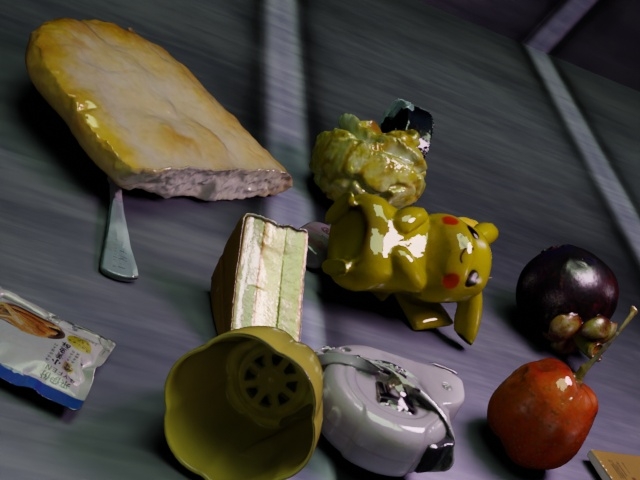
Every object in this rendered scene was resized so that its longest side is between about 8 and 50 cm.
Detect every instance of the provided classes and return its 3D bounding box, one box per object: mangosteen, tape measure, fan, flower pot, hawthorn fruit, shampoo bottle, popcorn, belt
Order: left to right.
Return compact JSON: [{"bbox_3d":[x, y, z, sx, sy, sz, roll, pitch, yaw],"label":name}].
[{"bbox_3d":[-0.302,-0.025,1.815,0.057,0.023,0.282,16,30,-19],"label":"fan"},{"bbox_3d":[-0.077,0.190,1.486,0.195,0.195,0.179,33,14,5],"label":"flower pot"},{"bbox_3d":[0.000,0.000,2.067,0.080,0.040,0.165,34,26,12],"label":"shampoo bottle"},{"bbox_3d":[0.090,-0.137,2.261,0.221,0.184,0.204,21,11,11],"label":"popcorn"},{"bbox_3d":[0.087,0.233,1.649,0.236,0.120,0.197,20,29,-12],"label":"tape measure"},{"bbox_3d":[0.169,-0.215,2.511,0.078,0.151,0.198,21,25,-17],"label":"belt"},{"bbox_3d":[0.458,0.121,2.196,0.194,0.194,0.230,5,62,-42],"label":"mangosteen"},{"bbox_3d":[0.374,0.217,1.787,0.165,0.285,0.165,33,27,-19],"label":"hawthorn fruit"}]

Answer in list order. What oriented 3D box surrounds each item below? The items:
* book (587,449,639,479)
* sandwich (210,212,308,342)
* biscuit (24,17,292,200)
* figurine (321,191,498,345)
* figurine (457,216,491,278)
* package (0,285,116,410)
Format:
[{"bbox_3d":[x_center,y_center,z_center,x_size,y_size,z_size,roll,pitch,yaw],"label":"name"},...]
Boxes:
[{"bbox_3d":[0.624,0.449,1.925,0.389,0.032,0.269,13,32,-32],"label":"book"},{"bbox_3d":[-0.076,0.077,1.727,0.117,0.144,0.187,15,29,-24],"label":"sandwich"},{"bbox_3d":[-0.303,-0.216,2.040,0.446,0.104,0.429,45,26,15],"label":"biscuit"},{"bbox_3d":[0.158,0.039,1.989,0.326,0.169,0.218,11,73,-13],"label":"figurine"},{"bbox_3d":[0.248,0.014,2.230,0.156,0.131,0.246,25,12,-5],"label":"figurine"},{"bbox_3d":[-0.348,0.130,1.473,0.171,0.027,0.173,27,22,-6],"label":"package"}]
